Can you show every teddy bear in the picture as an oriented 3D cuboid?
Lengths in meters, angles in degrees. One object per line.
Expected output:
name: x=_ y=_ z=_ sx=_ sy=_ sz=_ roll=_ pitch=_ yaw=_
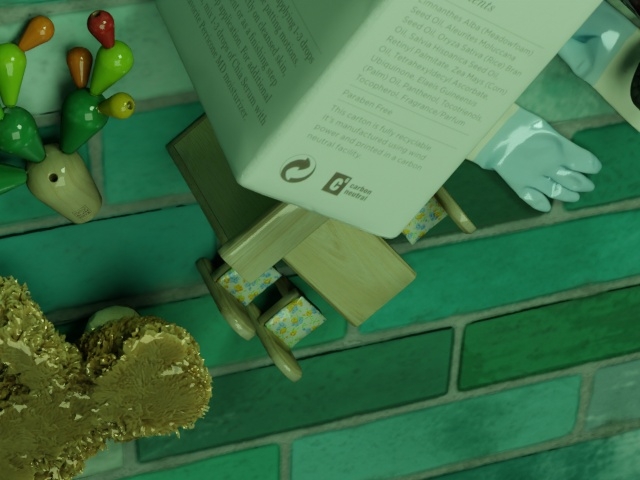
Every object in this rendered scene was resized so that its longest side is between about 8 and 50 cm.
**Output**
teddy bear: x=-0.266 y=0.134 z=1.513 sx=0.338 sy=0.113 sz=0.245 roll=-30 pitch=124 yaw=8

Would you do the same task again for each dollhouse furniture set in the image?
dollhouse furniture set: x=0.000 y=0.000 z=1.487 sx=0.212 sy=0.161 sz=0.242 roll=-40 pitch=131 yaw=6

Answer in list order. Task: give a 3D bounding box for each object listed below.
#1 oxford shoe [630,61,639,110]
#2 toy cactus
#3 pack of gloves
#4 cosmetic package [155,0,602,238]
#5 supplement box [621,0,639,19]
oxford shoe: x=0.375 y=-0.178 z=1.577 sx=0.227 sy=0.083 sz=0.096 roll=-40 pitch=136 yaw=-4
toy cactus: x=-0.220 y=-0.071 z=1.383 sx=0.219 sy=0.112 sz=0.180 roll=-41 pitch=141 yaw=-4
pack of gloves: x=0.215 y=-0.121 z=1.578 sx=0.232 sy=0.046 sz=0.195 roll=27 pitch=108 yaw=-37
cosmetic package: x=0.094 y=-0.247 z=1.249 sx=0.161 sy=0.230 sz=0.453 roll=19 pitch=122 yaw=-38
supplement box: x=0.358 y=-0.270 z=1.480 sx=0.239 sy=0.130 sz=0.073 roll=-41 pitch=131 yaw=8
